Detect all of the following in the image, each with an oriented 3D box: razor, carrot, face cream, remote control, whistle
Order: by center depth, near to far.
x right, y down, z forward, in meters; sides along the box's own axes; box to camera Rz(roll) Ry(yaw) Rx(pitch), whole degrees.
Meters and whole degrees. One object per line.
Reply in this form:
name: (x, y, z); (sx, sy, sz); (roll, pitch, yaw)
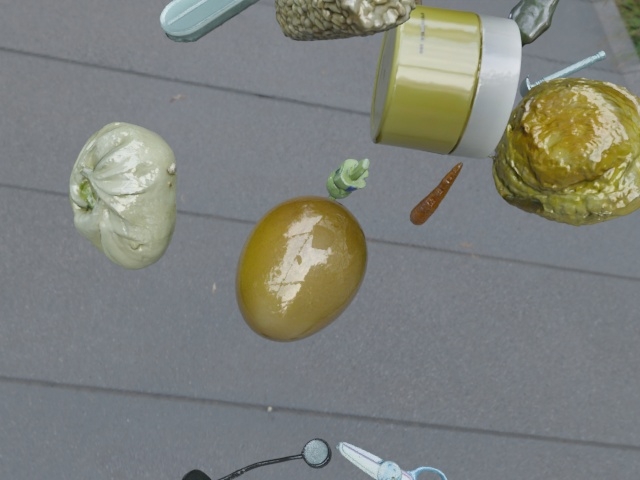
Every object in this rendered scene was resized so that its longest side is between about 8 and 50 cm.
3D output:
face cream: (0.184, -0.246, 0.951); (0.179, 0.218, 0.218); (8, 52, -3)
remote control: (-0.200, -0.472, 1.195); (0.247, 0.052, 0.104); (-35, 60, -6)
carrot: (0.296, -0.117, 1.546); (0.048, 0.216, 0.048); (24, 36, -18)
razor: (0.675, -0.463, 1.690); (0.232, 0.106, 0.068); (-23, 91, 9)
whistle: (0.083, -0.181, 1.755); (0.085, 0.227, 0.105); (25, 66, -17)

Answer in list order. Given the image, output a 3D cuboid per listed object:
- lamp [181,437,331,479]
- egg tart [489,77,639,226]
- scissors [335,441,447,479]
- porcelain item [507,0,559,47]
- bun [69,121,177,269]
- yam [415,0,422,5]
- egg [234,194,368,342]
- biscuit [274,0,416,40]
lamp: (-0.146, 0.559, 1.471); (0.371, 0.108, 0.130); (-22, 46, 1)
egg tart: (0.500, -0.200, 1.257); (0.339, 0.153, 0.352); (-1, 69, 36)
scissors: (0.147, 0.499, 1.297); (0.256, 0.030, 0.125); (31, 67, 1)
porcelain item: (0.394, -0.419, 1.123); (0.081, 0.216, 0.069); (29, 21, 15)
bun: (-0.353, -0.086, 1.068); (0.160, 0.259, 0.259); (2, 51, -33)
yam: (0.195, -0.607, 1.343); (0.046, 0.264, 0.046); (-9, 16, 3)
egg: (-0.040, 0.056, 1.228); (0.250, 0.250, 0.322); (25, 61, 6)
biscuit: (0.014, -0.226, 0.577); (0.082, 0.070, 0.168); (-18, 24, -26)
